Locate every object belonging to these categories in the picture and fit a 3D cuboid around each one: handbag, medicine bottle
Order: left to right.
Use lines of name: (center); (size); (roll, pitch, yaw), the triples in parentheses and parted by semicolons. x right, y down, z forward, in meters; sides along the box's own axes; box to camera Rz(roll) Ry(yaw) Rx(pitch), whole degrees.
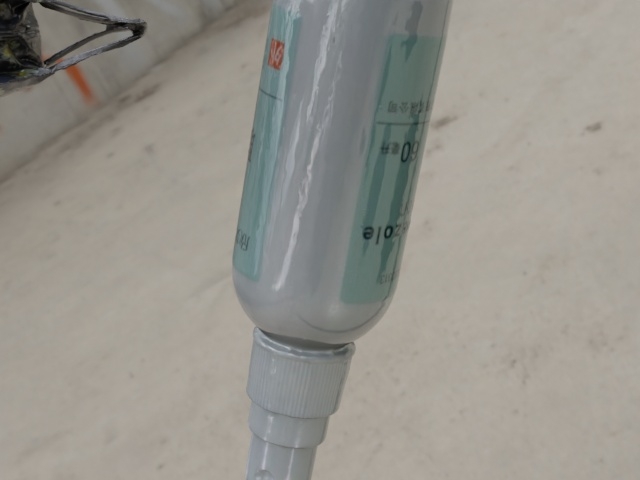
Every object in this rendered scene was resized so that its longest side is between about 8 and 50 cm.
handbag: (-0.165, -0.110, 0.671); (0.139, 0.072, 0.115); (-5, 11, -12)
medicine bottle: (0.000, 0.000, 0.786); (0.110, 0.352, 0.110); (9, 17, -3)
